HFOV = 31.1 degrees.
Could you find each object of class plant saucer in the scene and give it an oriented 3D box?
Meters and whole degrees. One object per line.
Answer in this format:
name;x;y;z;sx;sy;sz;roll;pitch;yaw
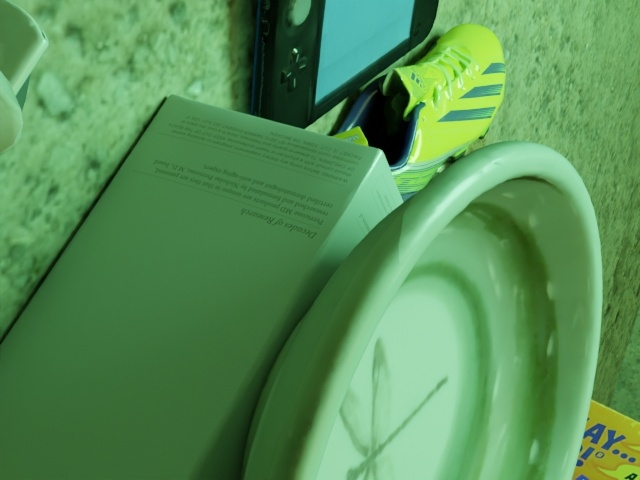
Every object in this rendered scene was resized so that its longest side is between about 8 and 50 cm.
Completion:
plant saucer;0.052;0.128;0.707;0.400;0.100;0.401;-30;128;-48

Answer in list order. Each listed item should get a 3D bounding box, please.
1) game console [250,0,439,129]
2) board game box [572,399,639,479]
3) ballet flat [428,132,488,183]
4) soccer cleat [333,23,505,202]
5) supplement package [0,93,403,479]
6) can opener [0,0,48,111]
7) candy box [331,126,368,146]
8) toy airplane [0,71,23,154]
game console;0.096;-0.207;0.891;0.293;0.173;0.250;-41;146;-46
board game box;0.094;0.329;1.005;0.356;0.356;0.357;-57;162;-26
ballet flat;0.128;-0.084;1.193;0.067;0.073;0.206;-16;119;-44
soccer cleat;0.096;-0.127;1.062;0.289;0.093;0.121;-52;148;-34
supplement package;-0.076;0.083;0.755;0.293;0.175;0.177;-60;149;-22
can opener;-0.213;0.001;0.544;0.280;0.074;0.093;-61;154;-19
candy box;0.000;0.000;0.969;0.105;0.027;0.206;-19;139;-6
toy airplane;-0.146;-0.181;0.331;0.386;0.384;0.273;46;29;-71
